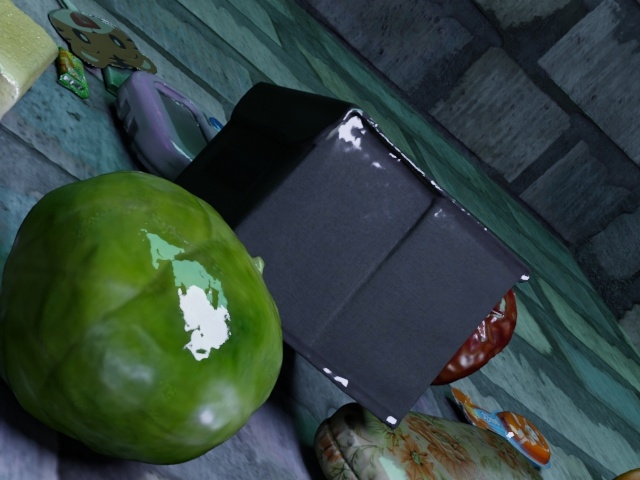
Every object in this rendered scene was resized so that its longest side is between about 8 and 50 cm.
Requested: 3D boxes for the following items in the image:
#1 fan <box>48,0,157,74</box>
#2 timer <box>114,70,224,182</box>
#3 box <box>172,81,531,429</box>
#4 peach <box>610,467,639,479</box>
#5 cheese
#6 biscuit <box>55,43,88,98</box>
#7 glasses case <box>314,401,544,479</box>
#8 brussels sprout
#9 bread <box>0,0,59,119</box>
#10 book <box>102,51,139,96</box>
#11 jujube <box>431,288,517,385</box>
[{"bbox_3d":[-0.327,-0.301,1.610,0.227,0.008,0.152,48,27,25],"label":"fan"},{"bbox_3d":[-0.170,-0.118,1.487,0.190,0.069,0.208,32,22,-43],"label":"timer"},{"bbox_3d":[0.001,-0.001,1.209,0.251,0.204,0.345,42,-3,-19],"label":"box"},{"bbox_3d":[0.477,0.416,1.350,0.388,0.388,0.388,42,16,-15],"label":"peach"},{"bbox_3d":[0.272,0.277,1.723,0.256,0.037,0.106,33,19,-44],"label":"cheese"},{"bbox_3d":[-0.308,-0.209,1.448,0.046,0.016,0.089,35,19,-36],"label":"biscuit"},{"bbox_3d":[0.141,0.265,1.283,0.425,0.098,0.156,23,26,-55],"label":"glasses case"},{"bbox_3d":[-0.134,0.059,0.892,0.244,0.244,0.244,42,16,-15],"label":"brussels sprout"},{"bbox_3d":[-0.350,-0.199,1.210,0.125,0.068,0.188,42,16,-16],"label":"bread"},{"bbox_3d":[-0.257,-0.216,1.601,0.103,0.017,0.135,35,19,-35],"label":"book"},{"bbox_3d":[0.143,0.070,1.573,0.232,0.213,0.213,54,15,-2],"label":"jujube"}]
